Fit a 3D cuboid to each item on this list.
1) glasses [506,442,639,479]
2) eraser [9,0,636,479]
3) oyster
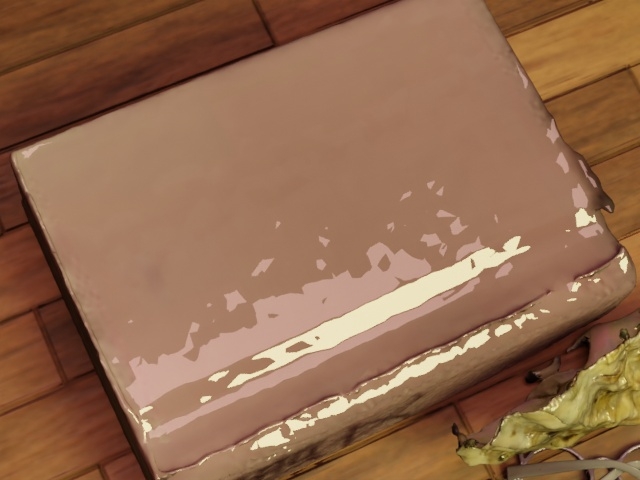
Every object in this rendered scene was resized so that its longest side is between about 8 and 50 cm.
[{"bbox_3d":[0.202,0.155,0.949,0.140,0.104,0.062,-1,72,0],"label":"glasses"},{"bbox_3d":[0.000,0.000,0.984,0.359,0.122,0.272,-24,72,-13],"label":"eraser"},{"bbox_3d":[0.183,0.109,0.960,0.209,0.133,0.072,-27,82,-46],"label":"oyster"}]
